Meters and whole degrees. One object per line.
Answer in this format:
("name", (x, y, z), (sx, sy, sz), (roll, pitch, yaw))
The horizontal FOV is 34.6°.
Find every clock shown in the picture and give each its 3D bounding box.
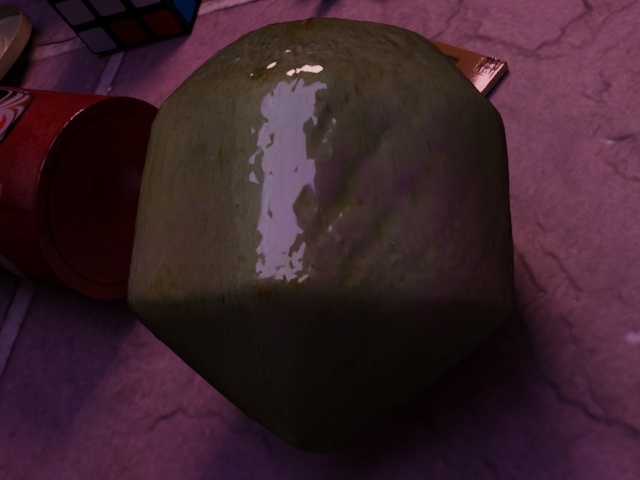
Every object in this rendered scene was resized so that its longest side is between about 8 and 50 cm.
("clock", (-0.501, -0.242, 1.440), (0.235, 0.029, 0.235), (-25, 39, 22))

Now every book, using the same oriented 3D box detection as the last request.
("book", (0.091, -0.126, 1.017), (0.118, 0.012, 0.172), (27, 73, 42))

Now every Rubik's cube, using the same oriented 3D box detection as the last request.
("Rubik's cube", (-0.253, -0.357, 1.308), (0.163, 0.162, 0.161), (-7, 53, 26))

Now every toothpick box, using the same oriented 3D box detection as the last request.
("toothpick box", (-0.323, -0.063, 1.094), (0.333, 0.204, 0.204), (10, 62, 38))

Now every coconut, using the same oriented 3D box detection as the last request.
("coconut", (0.000, 0.000, 0.794), (0.328, 0.281, 0.329), (-1, 78, 3))
